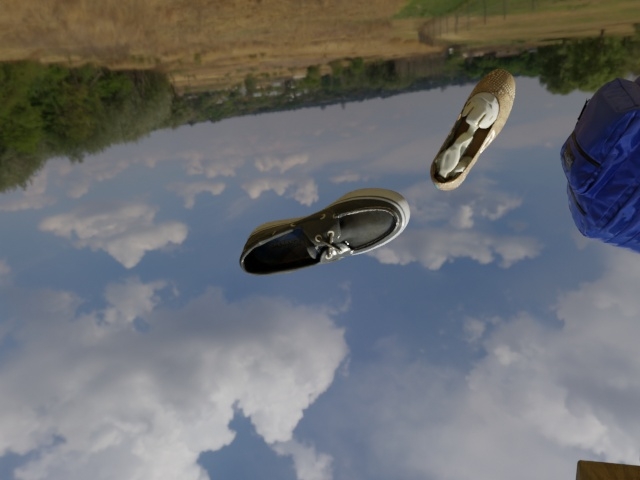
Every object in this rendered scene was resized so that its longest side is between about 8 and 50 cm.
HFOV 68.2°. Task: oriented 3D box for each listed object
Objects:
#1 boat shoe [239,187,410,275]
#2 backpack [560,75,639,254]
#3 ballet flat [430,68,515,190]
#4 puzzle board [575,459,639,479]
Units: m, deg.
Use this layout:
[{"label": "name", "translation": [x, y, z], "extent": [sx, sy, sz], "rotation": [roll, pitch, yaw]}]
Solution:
[{"label": "boat shoe", "translation": [0.000, 0.000, 0.366], "extent": [0.142, 0.049, 0.040], "rotation": [-15, -156, 26]}, {"label": "backpack", "translation": [0.240, -0.057, 0.365], "extent": [0.101, 0.120, 0.098], "rotation": [17, -138, 6]}, {"label": "ballet flat", "translation": [0.237, -0.168, 0.744], "extent": [0.073, 0.206, 0.067], "rotation": [31, -156, 20]}, {"label": "puzzle board", "translation": [0.154, 0.167, 0.207], "extent": [0.096, 0.011, 0.128], "rotation": [-31, -150, 56]}]
